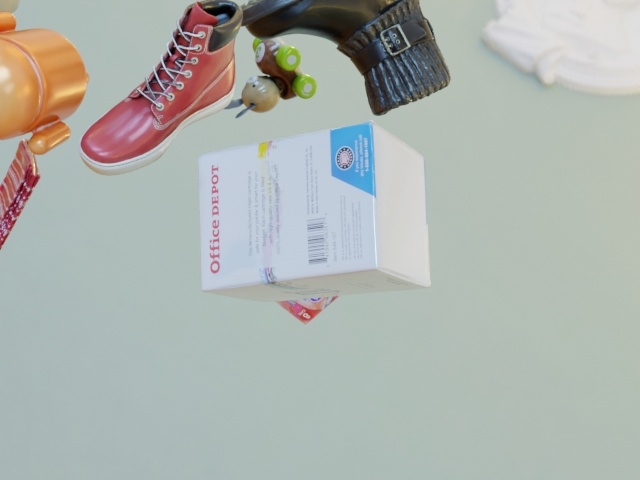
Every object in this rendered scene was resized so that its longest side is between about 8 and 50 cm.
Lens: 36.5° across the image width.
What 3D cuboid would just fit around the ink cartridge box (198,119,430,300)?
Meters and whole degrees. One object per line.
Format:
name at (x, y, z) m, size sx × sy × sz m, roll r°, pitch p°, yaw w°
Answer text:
ink cartridge box at (-0.007, -0.024, 1.168) m, size 0.168 × 0.232 × 0.171 m, roll 19°, pitch 67°, yaw -62°

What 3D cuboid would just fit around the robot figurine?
robot figurine at (-0.379, -0.198, 1.210) m, size 0.219 × 0.128 × 0.158 m, roll -47°, pitch 147°, yaw -66°

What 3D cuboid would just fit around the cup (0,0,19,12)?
cup at (-0.617, -0.556, 1.594) m, size 0.331 × 0.237 × 0.331 m, roll 26°, pitch 20°, yaw -10°

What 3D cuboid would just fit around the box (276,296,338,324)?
box at (0.000, 0.000, 1.910) m, size 0.142 × 0.154 × 0.300 m, roll 40°, pitch 35°, yaw -11°

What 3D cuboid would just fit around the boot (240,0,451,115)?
boot at (0.048, -0.328, 1.648) m, size 0.131 × 0.347 × 0.260 m, roll -154°, pitch -134°, yaw -69°

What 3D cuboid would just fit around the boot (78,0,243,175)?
boot at (-0.192, -0.194, 1.167) m, size 0.088 × 0.244 × 0.176 m, roll 40°, pitch -33°, yaw 14°

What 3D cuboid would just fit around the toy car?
toy car at (-0.131, -0.338, 2.110) m, size 0.155 × 0.188 × 0.149 m, roll 39°, pitch -15°, yaw 55°

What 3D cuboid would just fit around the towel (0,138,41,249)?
towel at (-0.592, -0.046, 1.781) m, size 0.031 × 0.275 × 0.199 m, roll 26°, pitch 11°, yaw -28°
